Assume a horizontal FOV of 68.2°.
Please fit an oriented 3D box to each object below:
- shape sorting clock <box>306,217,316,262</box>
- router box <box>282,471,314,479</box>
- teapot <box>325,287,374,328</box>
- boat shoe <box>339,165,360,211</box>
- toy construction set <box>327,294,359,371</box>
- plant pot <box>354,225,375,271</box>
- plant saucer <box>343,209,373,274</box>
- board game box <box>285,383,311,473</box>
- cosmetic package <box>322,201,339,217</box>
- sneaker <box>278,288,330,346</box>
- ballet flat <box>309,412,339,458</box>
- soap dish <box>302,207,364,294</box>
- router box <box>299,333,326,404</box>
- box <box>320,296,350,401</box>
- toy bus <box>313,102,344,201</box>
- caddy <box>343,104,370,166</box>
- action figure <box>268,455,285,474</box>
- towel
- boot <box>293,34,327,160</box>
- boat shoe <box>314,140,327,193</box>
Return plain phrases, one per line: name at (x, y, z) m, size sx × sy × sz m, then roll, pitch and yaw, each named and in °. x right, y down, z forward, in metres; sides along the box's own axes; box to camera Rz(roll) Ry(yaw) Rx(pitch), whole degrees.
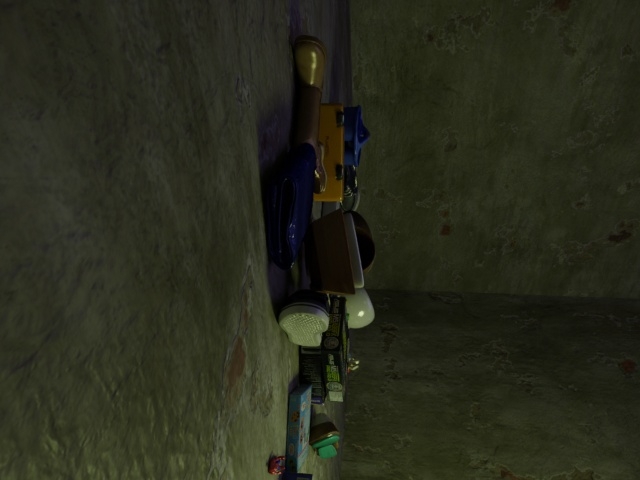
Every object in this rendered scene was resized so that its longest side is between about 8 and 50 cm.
shape sorting clock at (-0.017, 0.024, 1.626) m, size 0.206 × 0.040 × 0.206 m, roll 2°, pitch 90°, yaw -82°
router box at (-0.070, 0.841, 1.226) m, size 0.335 × 0.082 × 0.301 m, roll -78°, pitch 167°, yaw -52°
teapot at (0.116, 0.300, 2.166) m, size 0.256 × 0.187 × 0.252 m, roll 66°, pitch -13°, yaw 3°
boat shoe at (0.116, -0.265, 2.333) m, size 0.158 × 0.127 × 0.340 m, roll -55°, pitch 145°, yaw -53°
toy construction set at (0.054, 0.390, 1.877) m, size 0.215 × 0.151 × 0.327 m, roll -57°, pitch 136°, yaw -76°
plant pot at (0.108, 0.078, 2.041) m, size 0.230 × 0.216 × 0.215 m, roll 107°, pitch -11°, yaw -65°
plant saucer at (0.138, 0.016, 2.193) m, size 0.311 × 0.050 × 0.310 m, roll 31°, pitch -53°, yaw 53°
board game box at (-0.061, 0.542, 1.382) m, size 0.160 × 0.039 × 0.211 m, roll 33°, pitch 61°, yaw -78°
cosmetic package at (0.044, -0.142, 1.956) m, size 0.099 × 0.061 × 0.238 m, roll 81°, pitch 12°, yaw -60°
sneaker at (-0.038, 0.180, 1.217) m, size 0.321 × 0.126 × 0.127 m, roll 100°, pitch 0°, yaw -67°
ballet flat at (0.012, 0.717, 1.762) m, size 0.342 × 0.116 × 0.124 m, roll 80°, pitch -6°, yaw -56°
soap dish at (0.027, 0.046, 1.351) m, size 0.291 × 0.118 × 0.228 m, roll 142°, pitch -62°, yaw -79°
router box at (-0.006, 0.375, 1.612) m, size 0.309 × 0.081 × 0.242 m, roll -42°, pitch 133°, yaw -79°
box at (0.052, 0.347, 1.505) m, size 0.216 × 0.060 × 0.270 m, roll -78°, pitch 166°, yaw -49°
toy bus at (0.030, -0.304, 1.654) m, size 0.130 × 0.108 × 0.332 m, roll -50°, pitch 141°, yaw -78°
caddy at (0.135, -0.473, 2.135) m, size 0.341 × 0.179 × 0.241 m, roll -76°, pitch 166°, yaw -57°
action figure at (-0.104, 0.542, 1.141) m, size 0.115 × 0.030 × 0.038 m, roll 63°, pitch 34°, yaw -70°
towel at (-0.071, -0.096, 1.142) m, size 0.308 × 0.076 × 0.227 m, roll -73°, pitch 170°, yaw -64°
boot at (-0.032, -0.376, 1.290) m, size 0.236 × 0.089 × 0.269 m, roll 67°, pitch 27°, yaw -71°
boat shoe at (-0.022, -0.228, 1.515) m, size 0.060 × 0.064 × 0.177 m, roll -35°, pitch 131°, yaw -42°
